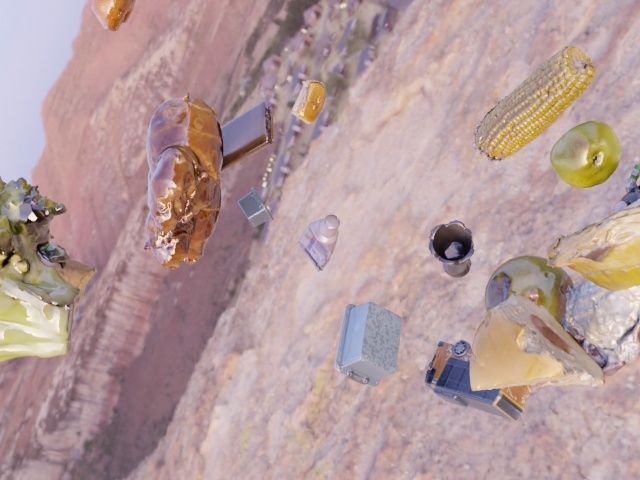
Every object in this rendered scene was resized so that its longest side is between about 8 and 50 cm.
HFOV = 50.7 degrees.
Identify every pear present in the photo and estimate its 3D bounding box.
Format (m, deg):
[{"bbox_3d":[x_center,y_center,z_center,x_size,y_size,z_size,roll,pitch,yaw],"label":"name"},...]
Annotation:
[{"bbox_3d":[0.353,-0.112,0.898,0.097,0.092,0.092,-22,-35,-58],"label":"pear"}]

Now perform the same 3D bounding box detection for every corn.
[{"bbox_3d":[0.418,-0.261,1.352,0.318,0.115,0.115,132,151,-59],"label":"corn"}]

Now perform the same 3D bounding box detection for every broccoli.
[{"bbox_3d":[-0.473,0.069,0.894,0.324,0.272,0.334,35,113,55],"label":"broccoli"}]

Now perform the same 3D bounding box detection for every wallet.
[{"bbox_3d":[-0.182,-0.216,1.466,0.198,0.031,0.110,-24,56,33],"label":"wallet"}]

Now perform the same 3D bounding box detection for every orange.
[{"bbox_3d":[-0.352,-0.402,1.146,0.086,0.062,0.086,-50,17,21],"label":"orange"}]

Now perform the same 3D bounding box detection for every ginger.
[{"bbox_3d":[-0.273,-0.096,1.355,0.357,0.153,0.274,105,163,-52],"label":"ginger"},{"bbox_3d":[-0.540,0.094,1.230,0.152,0.267,0.138,74,-170,-54],"label":"ginger"}]

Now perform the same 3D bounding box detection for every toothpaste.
[{"bbox_3d":[0.000,0.002,1.807,0.282,0.069,0.099,121,143,-67],"label":"toothpaste"}]

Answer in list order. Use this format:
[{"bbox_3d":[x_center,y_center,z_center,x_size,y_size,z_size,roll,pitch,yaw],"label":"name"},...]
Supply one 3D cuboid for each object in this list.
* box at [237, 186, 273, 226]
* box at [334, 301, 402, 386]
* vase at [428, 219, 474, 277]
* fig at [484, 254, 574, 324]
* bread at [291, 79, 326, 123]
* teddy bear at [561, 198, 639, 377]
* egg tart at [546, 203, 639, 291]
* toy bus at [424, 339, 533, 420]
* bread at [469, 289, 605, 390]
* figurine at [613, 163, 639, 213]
[{"bbox_3d":[-0.157,-0.075,1.621,0.054,0.074,0.099,-34,-13,-3],"label":"box"},{"bbox_3d":[0.141,0.295,1.962,0.130,0.162,0.226,-34,36,48],"label":"box"},{"bbox_3d":[0.340,0.034,1.722,0.237,0.116,0.115,48,-124,-70],"label":"vase"},{"bbox_3d":[0.556,0.159,1.806,0.271,0.240,0.239,17,-88,-80],"label":"fig"},{"bbox_3d":[-0.023,-0.355,1.724,0.053,0.072,0.105,17,80,47],"label":"bread"},{"bbox_3d":[0.694,0.082,1.411,0.327,0.376,0.362,50,159,46],"label":"teddy bear"},{"bbox_3d":[0.454,-0.001,0.917,0.290,0.290,0.115,-35,73,61],"label":"egg tart"},{"bbox_3d":[0.437,0.384,1.878,0.275,0.138,0.167,6,63,52],"label":"toy bus"},{"bbox_3d":[0.434,0.195,1.372,0.224,0.184,0.211,-28,57,55],"label":"bread"},{"bbox_3d":[0.761,-0.094,1.549,0.147,0.192,0.126,49,145,38],"label":"figurine"}]
